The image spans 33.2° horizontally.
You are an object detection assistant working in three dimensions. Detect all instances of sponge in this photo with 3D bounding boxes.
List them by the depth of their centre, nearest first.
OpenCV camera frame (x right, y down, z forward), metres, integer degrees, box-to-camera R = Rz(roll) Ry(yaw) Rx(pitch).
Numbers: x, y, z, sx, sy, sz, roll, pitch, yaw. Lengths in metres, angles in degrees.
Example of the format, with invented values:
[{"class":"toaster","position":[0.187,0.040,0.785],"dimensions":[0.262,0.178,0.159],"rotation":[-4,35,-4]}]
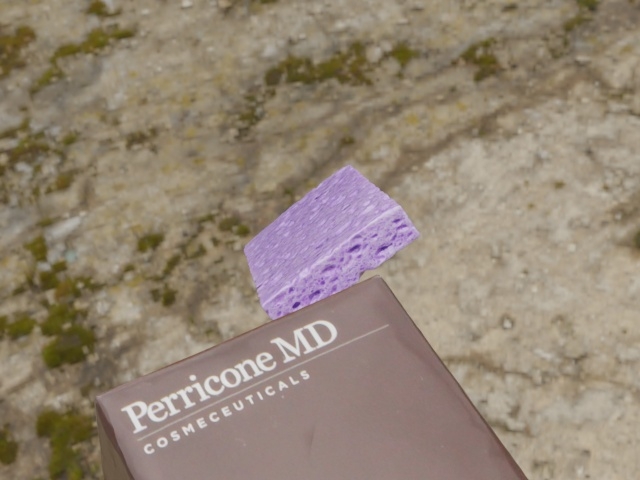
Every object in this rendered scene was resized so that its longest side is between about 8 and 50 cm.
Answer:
[{"class":"sponge","position":[0.000,0.000,0.818],"dimensions":[0.117,0.031,0.210],"rotation":[-38,13,1]}]

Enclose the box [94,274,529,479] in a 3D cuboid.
[{"class":"box","position":[0.046,0.221,0.563],"dimensions":[0.191,0.143,0.381],"rotation":[-23,57,-23]}]
